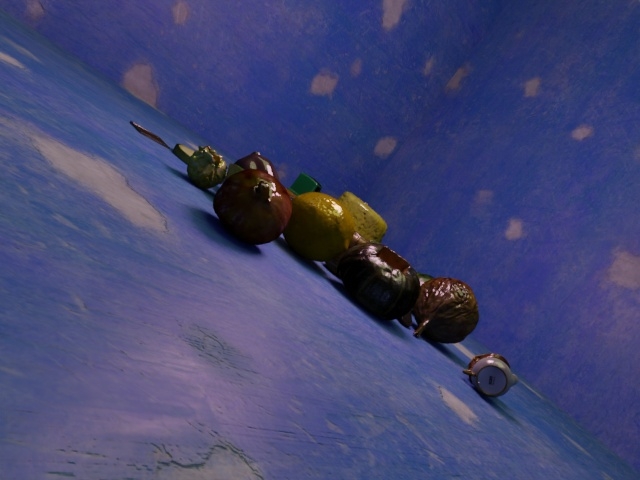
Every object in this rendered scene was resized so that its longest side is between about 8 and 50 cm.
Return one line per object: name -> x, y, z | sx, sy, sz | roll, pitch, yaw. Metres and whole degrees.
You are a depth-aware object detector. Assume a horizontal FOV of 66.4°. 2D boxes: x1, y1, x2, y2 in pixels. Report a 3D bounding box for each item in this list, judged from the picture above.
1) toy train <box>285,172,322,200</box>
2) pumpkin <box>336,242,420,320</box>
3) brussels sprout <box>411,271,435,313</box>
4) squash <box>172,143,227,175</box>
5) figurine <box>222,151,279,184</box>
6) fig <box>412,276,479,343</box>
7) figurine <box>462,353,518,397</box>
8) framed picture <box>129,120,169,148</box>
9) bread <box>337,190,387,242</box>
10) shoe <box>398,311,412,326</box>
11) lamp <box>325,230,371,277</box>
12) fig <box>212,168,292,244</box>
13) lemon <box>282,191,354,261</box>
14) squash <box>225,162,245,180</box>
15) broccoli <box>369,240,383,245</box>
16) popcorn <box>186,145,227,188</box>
toy train -> -0.094, -0.245, 2.807 | 0.178, 0.249, 0.429 | 37, 7, 13
pumpkin -> 0.218, 0.138, 1.779 | 0.321, 0.192, 0.320 | 30, 20, -13
brussels sprout -> 0.511, 0.284, 2.439 | 0.220, 0.210, 0.271 | 26, 27, -37
squash -> -0.515, -0.328, 2.095 | 0.252, 0.048, 0.252 | 35, 9, -6
figurine -> -0.287, -0.252, 2.036 | 0.206, 0.218, 0.365 | 33, 1, -16
fig -> 0.477, 0.303, 1.990 | 0.286, 0.286, 0.369 | 39, 29, 24
figurine -> 0.611, 0.481, 1.764 | 0.190, 0.142, 0.263 | 14, -1, 18
framed picture -> -0.698, -0.432, 2.006 | 0.109, 0.011, 0.149 | 40, 8, 37
bread -> 0.151, -0.054, 2.449 | 0.348, 0.307, 0.348 | 39, 3, -3
shoe -> 0.335, 0.299, 1.996 | 0.071, 0.049, 0.179 | 47, 25, -16
lamp -> 0.113, 0.056, 1.976 | 0.161, 0.185, 0.161 | 36, 6, -5
fig -> -0.193, -0.099, 1.399 | 0.224, 0.224, 0.263 | 37, 10, 4
lemon -> -0.015, -0.056, 1.806 | 0.310, 0.253, 0.253 | 34, 4, 28
squash -> -0.234, -0.188, 1.753 | 0.220, 0.133, 0.220 | 12, -20, 5
broccoli -> 0.256, 0.149, 2.213 | 0.254, 0.186, 0.302 | -30, 83, -45
popcorn -> -0.398, -0.250, 1.716 | 0.141, 0.135, 0.162 | 39, -35, -28
